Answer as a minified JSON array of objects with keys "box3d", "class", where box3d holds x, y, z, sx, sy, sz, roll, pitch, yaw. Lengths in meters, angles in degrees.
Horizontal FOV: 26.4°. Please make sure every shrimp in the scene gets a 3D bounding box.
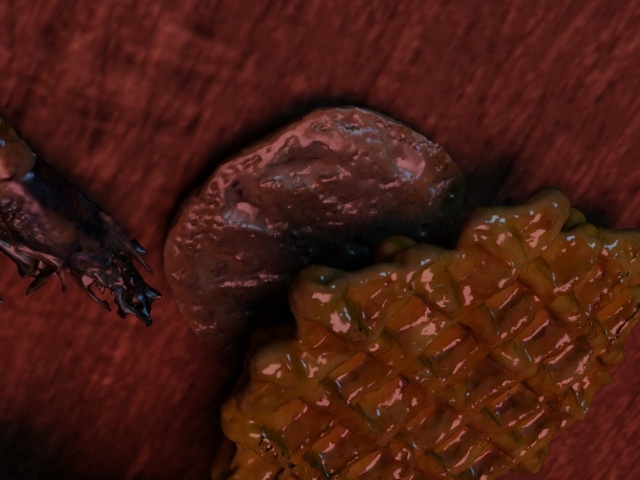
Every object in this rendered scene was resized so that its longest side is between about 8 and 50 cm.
[{"box3d":[-0.140,-0.007,0.589,0.091,0.034,0.161,-35,125,24],"class":"shrimp"}]

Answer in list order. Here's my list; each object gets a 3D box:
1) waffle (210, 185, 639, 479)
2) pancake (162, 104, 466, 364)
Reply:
[{"box3d":[0.059,0.075,0.683,0.237,0.059,0.243,-7,133,-27],"class":"waffle"},{"box3d":[0.001,0.001,0.645,0.151,0.025,0.152,-9,128,-12],"class":"pancake"}]
